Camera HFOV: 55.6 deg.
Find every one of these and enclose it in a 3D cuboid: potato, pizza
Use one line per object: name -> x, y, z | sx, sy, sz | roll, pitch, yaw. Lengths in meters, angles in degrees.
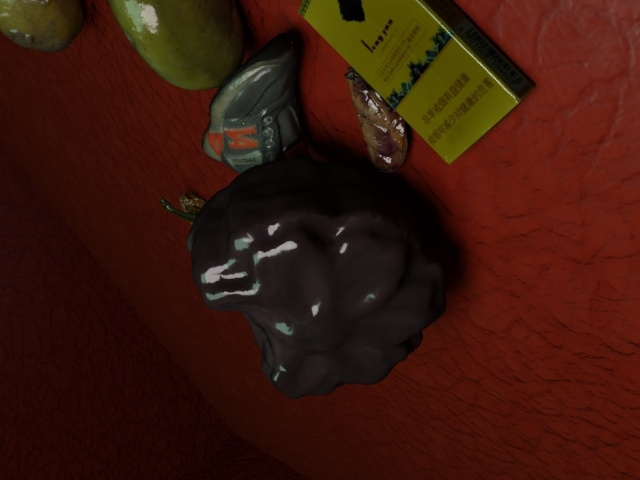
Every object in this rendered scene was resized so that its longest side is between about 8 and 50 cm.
potato -> -0.588, -0.491, 1.179 | 0.266, 0.229, 0.229 | 49, 153, -14
pizza -> -0.262, -0.028, 1.476 | 0.199, 0.062, 0.188 | 10, 137, 47
potato -> -0.200, -0.327, 0.848 | 0.149, 0.197, 0.228 | 16, 171, 27

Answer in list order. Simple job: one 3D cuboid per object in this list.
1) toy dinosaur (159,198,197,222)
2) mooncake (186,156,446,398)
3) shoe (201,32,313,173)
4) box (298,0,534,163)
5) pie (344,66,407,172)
toy dinosaur -> -0.171, 0.020, 1.357 | 0.447, 0.087, 0.301 | 45, 147, -5
mooncake -> 0.002, 0.063, 0.920 | 0.381, 0.351, 0.212 | 50, -162, -33
shoe -> -0.079, -0.172, 0.956 | 0.171, 0.132, 0.336 | 43, 155, -3
box -> 0.100, -0.227, 0.709 | 0.279, 0.041, 0.153 | 46, 154, 2
pie -> 0.080, -0.160, 0.835 | 0.092, 0.034, 0.169 | 19, 141, 49
